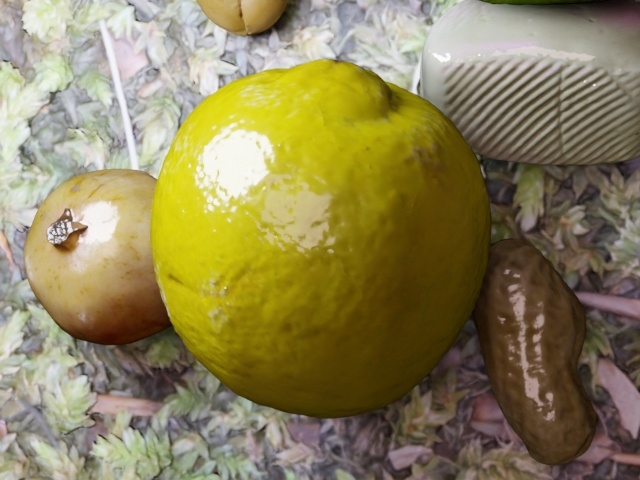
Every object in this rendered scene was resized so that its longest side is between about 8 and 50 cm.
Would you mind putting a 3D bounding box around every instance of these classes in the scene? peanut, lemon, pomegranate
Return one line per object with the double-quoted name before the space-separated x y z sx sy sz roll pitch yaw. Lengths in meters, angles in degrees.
"peanut" 0.209 0.106 1.598 0.108 0.095 0.226 -14 81 12
"lemon" 0.000 0.000 1.552 0.348 0.348 0.348 -2 83 16
"pomegranate" -0.212 0.012 1.688 0.191 0.191 0.191 -2 83 16

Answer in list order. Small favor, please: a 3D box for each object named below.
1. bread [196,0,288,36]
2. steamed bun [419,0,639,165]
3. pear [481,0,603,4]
"bread" -0.088 -0.312 1.748 0.114 0.077 0.189 -7 84 20
"steamed bun" 0.220 -0.171 1.598 0.238 0.170 0.153 7 50 13
"pear" 0.204 -0.326 1.557 0.398 0.399 0.165 1 117 17
